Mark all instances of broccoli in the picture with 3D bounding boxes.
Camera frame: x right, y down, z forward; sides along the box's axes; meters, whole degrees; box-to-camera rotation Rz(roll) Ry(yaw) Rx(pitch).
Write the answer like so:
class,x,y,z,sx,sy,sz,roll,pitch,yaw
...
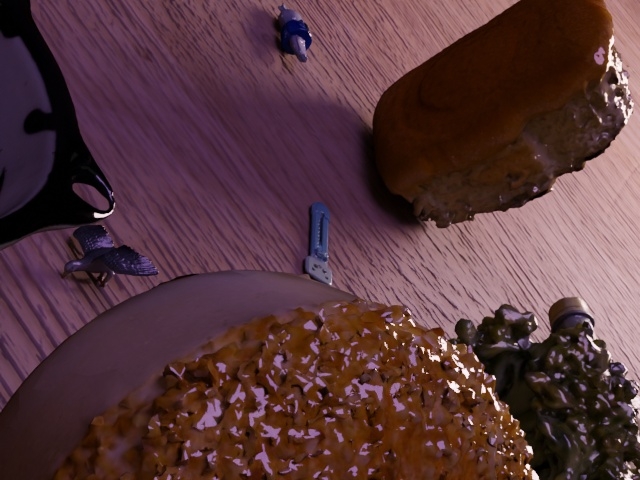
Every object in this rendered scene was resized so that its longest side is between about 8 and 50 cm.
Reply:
class,x,y,z,sx,sy,sz,roll,pitch,yaw
broccoli,0.126,0.148,0.975,0.273,0.180,0.242,22,39,-37

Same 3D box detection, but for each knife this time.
class,x,y,z,sx,sy,sz,roll,pitch,yaw
knife,0.000,0.000,1.158,0.027,0.010,0.096,34,32,-24

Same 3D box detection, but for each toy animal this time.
class,x,y,z,sx,sy,sz,roll,pitch,yaw
toy animal,-0.142,0.014,0.935,0.084,0.050,0.028,28,-29,47

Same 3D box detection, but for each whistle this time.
class,x,y,z,sx,sy,sz,roll,pitch,yaw
whistle,-0.023,-0.187,1.334,0.033,0.029,0.083,46,18,-36

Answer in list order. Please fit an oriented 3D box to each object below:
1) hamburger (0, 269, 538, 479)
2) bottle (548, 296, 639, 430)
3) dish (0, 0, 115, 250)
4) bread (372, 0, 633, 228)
class,x,y,z,sx,sy,sz,roll,pitch,yaw
hamburger,-0.027,0.157,0.669,0.276,0.294,0.179,-6,28,-32
bottle,0.239,0.152,1.218,0.083,0.083,0.269,29,34,-30
dish,-0.271,-0.074,0.777,0.303,0.120,0.303,33,33,-25
bread,0.162,-0.120,1.285,0.121,0.245,0.174,39,30,-35
